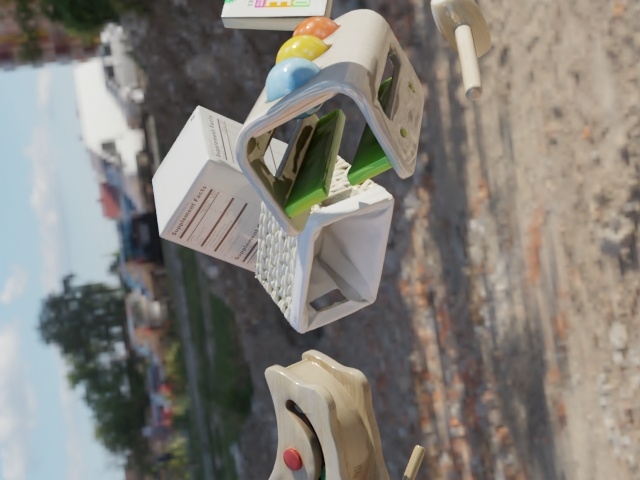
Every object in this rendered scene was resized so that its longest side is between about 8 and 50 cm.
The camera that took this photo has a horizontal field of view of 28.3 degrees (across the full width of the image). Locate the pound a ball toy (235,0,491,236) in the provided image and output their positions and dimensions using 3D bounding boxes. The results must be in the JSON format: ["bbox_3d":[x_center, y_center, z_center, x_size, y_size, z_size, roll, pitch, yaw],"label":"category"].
[{"bbox_3d":[0.044,-0.155,1.182,0.135,0.208,0.319,57,-162,-16],"label":"pound a ball toy"}]

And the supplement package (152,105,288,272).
[{"bbox_3d":[-0.082,-0.051,1.680,0.134,0.244,0.139,-55,28,26],"label":"supplement package"}]

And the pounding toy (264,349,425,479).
[{"bbox_3d":[0.023,0.265,1.577,0.154,0.155,0.269,-4,101,46],"label":"pounding toy"}]

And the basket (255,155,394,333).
[{"bbox_3d":[0.000,0.000,1.408,0.103,0.113,0.167,47,144,34],"label":"basket"}]

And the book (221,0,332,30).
[{"bbox_3d":[-0.056,-0.335,1.741,0.035,0.144,0.096,72,-157,-59],"label":"book"}]
